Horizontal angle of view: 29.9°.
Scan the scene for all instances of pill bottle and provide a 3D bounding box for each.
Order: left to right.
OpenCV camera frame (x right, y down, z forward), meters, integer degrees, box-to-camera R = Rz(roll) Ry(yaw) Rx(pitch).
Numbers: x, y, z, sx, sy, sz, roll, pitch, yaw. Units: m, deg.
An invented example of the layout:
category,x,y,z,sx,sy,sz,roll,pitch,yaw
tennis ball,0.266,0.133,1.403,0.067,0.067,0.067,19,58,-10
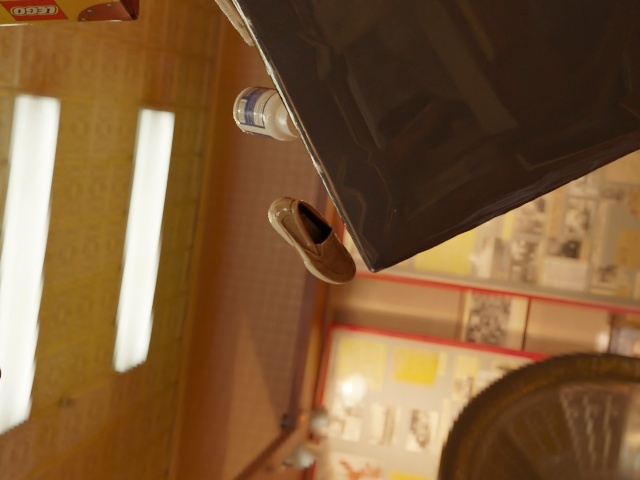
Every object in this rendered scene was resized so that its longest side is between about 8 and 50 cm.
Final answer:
category,x,y,z,sx,sy,sz,roll,pitch,yaw
pill bottle,-0.058,-0.167,1.588,0.067,0.120,0.067,-9,-74,-34

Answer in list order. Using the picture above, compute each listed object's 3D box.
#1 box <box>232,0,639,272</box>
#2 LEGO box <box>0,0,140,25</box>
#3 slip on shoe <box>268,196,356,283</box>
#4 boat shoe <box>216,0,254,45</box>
category,x,y,z,sx,sy,sz,roll,pitch,yaw
box,0.005,-0.220,0.585,0.343,0.179,0.312,62,-177,-48
LEGO box,-0.433,-0.404,1.139,0.193,0.500,0.372,67,-158,-78
slip on shoe,0.000,0.000,1.327,0.135,0.041,0.051,48,-128,-27
boat shoe,-0.113,-0.248,0.862,0.267,0.088,0.096,40,-162,-30
